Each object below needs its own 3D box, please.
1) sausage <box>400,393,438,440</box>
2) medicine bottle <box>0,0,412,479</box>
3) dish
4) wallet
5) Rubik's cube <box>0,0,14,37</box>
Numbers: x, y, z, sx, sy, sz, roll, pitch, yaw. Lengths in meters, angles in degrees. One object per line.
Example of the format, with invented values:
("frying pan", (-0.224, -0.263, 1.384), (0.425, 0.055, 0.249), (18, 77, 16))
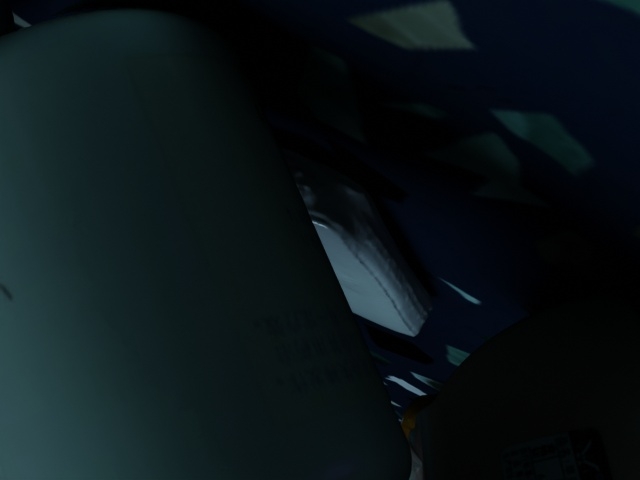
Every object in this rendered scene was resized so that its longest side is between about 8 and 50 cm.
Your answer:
("sausage", (0.123, 0.152, 0.860), (0.062, 0.054, 0.183), (-1, -178, -30))
("medicine bottle", (-0.049, 0.061, 0.381), (0.143, 0.143, 0.258), (77, 169, -74))
("dish", (0.082, 0.125, 0.459), (0.090, 0.213, 0.213), (-2, 166, 1))
("wallet", (0.000, 0.000, 0.559), (0.095, 0.033, 0.190), (22, 167, 22))
("Rubik's cube", (-0.246, -0.058, 0.504), (0.254, 0.254, 0.254), (27, 168, 6))
